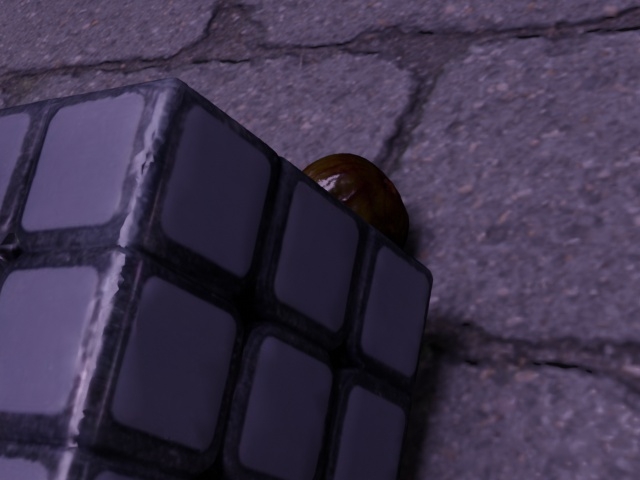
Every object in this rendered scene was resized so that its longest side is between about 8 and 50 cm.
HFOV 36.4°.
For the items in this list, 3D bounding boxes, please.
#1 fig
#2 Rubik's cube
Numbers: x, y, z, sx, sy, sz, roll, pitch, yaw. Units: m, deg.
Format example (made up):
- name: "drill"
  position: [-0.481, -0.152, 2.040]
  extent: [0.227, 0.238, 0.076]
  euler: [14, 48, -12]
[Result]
- name: "fig"
  position: [0.000, 0.000, 0.816]
  extent: [0.155, 0.103, 0.109]
  euler: [-37, 76, 15]
- name: "Rubik's cube"
  position: [-0.139, 0.106, 0.640]
  extent: [0.305, 0.301, 0.303]
  euler: [-4, 65, 34]
